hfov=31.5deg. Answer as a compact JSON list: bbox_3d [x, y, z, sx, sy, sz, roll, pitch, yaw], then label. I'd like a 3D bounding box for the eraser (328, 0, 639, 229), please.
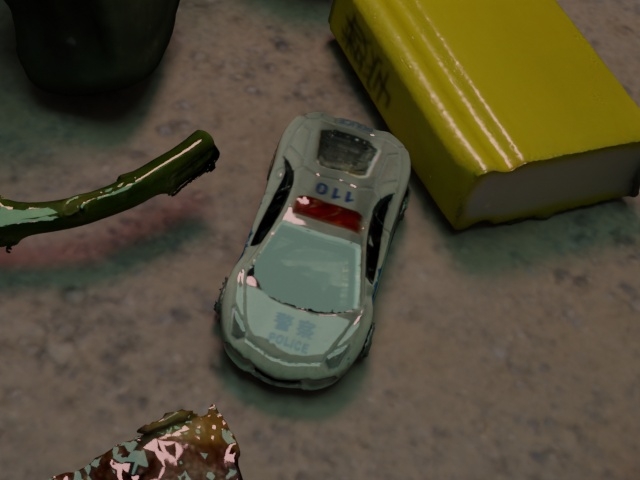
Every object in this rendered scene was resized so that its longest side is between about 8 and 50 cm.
[{"bbox_3d":[0.117,-0.114,0.813,0.158,0.069,0.226,-12,53,-21],"label":"eraser"}]

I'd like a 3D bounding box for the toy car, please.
[{"bbox_3d":[0.000,0.000,0.697,0.095,0.056,0.205,18,48,0],"label":"toy car"}]

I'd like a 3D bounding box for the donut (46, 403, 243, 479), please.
[{"bbox_3d":[-0.136,0.200,0.458,0.295,0.112,0.151,-24,62,-28],"label":"donut"}]

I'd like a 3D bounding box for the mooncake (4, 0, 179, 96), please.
[{"bbox_3d":[-0.164,-0.182,0.740,0.104,0.175,0.168,-6,6,16],"label":"mooncake"}]

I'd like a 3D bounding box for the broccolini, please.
[{"bbox_3d":[-0.199,-0.048,0.685,0.271,0.062,0.123,-10,68,-14],"label":"broccolini"}]
